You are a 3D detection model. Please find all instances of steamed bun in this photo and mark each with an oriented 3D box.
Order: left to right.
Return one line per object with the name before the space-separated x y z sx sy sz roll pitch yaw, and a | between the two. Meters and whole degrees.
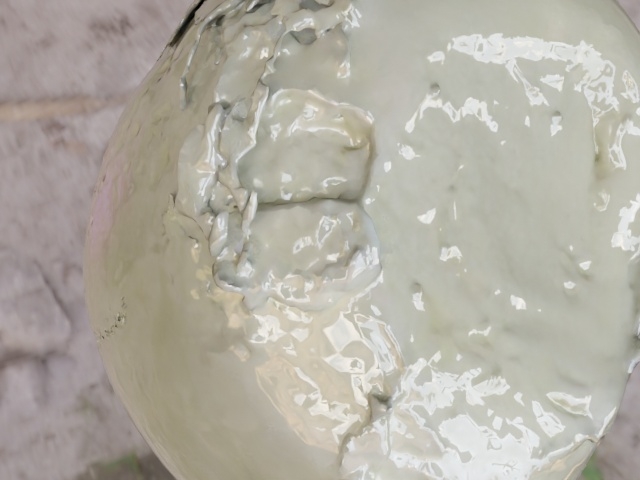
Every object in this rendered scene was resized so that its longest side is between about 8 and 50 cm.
steamed bun | 0.000 0.000 0.923 0.233 0.312 0.334 21 65 -23
